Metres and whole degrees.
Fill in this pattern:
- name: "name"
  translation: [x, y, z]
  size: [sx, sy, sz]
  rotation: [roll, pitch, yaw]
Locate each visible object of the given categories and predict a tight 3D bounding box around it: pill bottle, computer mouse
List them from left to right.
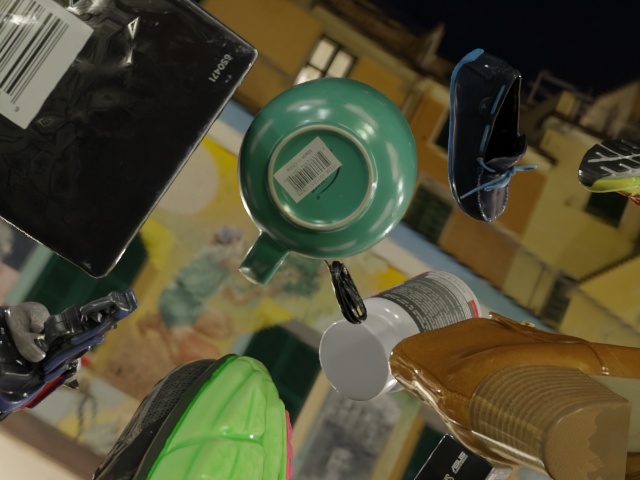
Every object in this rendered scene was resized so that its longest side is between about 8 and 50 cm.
- name: "computer mouse"
  translation: [0.000, 0.000, 1.595]
  size: [0.041, 0.071, 0.242]
  rotation: [-23, -69, 26]
- name: "pill bottle"
  translation: [0.133, 0.158, 2.146]
  size: [0.161, 0.283, 0.161]
  rotation: [11, -71, 35]

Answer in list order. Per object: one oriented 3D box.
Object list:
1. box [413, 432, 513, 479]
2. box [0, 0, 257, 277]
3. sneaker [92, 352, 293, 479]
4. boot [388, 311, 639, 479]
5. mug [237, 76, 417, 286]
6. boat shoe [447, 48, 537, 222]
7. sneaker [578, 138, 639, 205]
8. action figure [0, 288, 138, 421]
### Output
- name: "box"
  translation: [0.168, 0.333, 1.677]
  size: [0.077, 0.147, 0.180]
  rotation: [35, 2, 19]
- name: "box"
  translation: [-0.229, -0.145, 0.875]
  size: [0.296, 0.182, 0.294]
  rotation: [35, -2, -16]
- name: "sneaker"
  translation: [-0.183, 0.227, 0.634]
  size: [0.202, 0.483, 0.185]
  rotation: [25, -31, 27]
- name: "boot"
  translation: [0.208, 0.098, 0.818]
  size: [0.295, 0.104, 0.211]
  rotation: [6, 9, -20]
- name: "mug"
  translation: [0.004, -0.038, 0.935]
  size: [0.130, 0.157, 0.097]
  rotation: [3, 10, 5]
- name: "boat shoe"
  translation: [0.215, -0.115, 1.631]
  size: [0.089, 0.109, 0.258]
  rotation: [24, -33, 32]
- name: "sneaker"
  translation: [0.395, -0.072, 1.558]
  size: [0.081, 0.209, 0.094]
  rotation: [40, -49, 49]
- name: "action figure"
  translation: [-0.391, 0.090, 1.556]
  size: [0.341, 0.178, 0.330]
  rotation: [-32, -39, 17]
